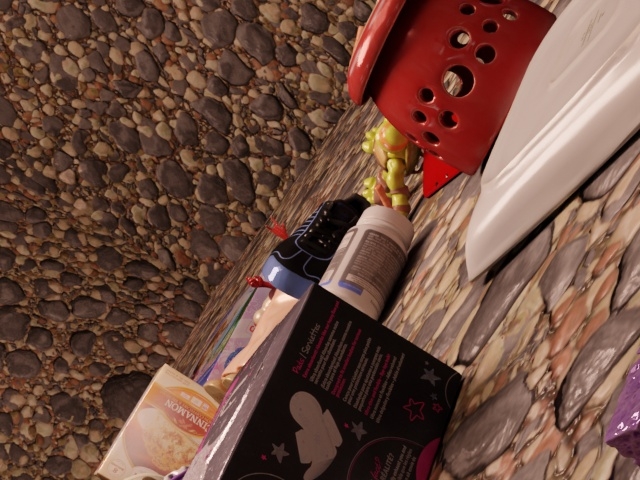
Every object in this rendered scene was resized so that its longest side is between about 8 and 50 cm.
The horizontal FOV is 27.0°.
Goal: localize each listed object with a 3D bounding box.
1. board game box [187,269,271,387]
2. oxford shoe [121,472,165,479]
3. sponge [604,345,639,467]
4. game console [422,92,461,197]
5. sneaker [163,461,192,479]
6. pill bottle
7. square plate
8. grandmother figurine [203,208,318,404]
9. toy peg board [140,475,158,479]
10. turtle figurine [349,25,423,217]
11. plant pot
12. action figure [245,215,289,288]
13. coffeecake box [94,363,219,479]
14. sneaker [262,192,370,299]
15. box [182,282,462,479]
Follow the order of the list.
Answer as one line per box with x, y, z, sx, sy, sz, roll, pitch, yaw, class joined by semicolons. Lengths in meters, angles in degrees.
-0.164;0.207;2.342;0.319;0.066;0.318;-50;9;49;board game box
-0.341;0.481;1.729;0.449;0.169;0.130;-45;10;-14;oxford shoe
0.205;0.004;0.626;0.210;0.031;0.117;-60;7;-33;sponge
0.179;-0.127;1.604;0.124;0.085;0.144;-26;-5;-21;game console
-0.087;0.249;1.282;0.236;0.095;0.104;-41;15;-18;sneaker
0.051;0.031;1.490;0.137;0.078;0.078;-61;7;-34;pill bottle
0.247;-0.171;1.123;0.344;0.049;0.347;-51;8;47;square plate
-0.030;0.083;1.823;0.207;0.104;0.342;-11;39;55;grandmother figurine
-0.110;0.302;1.056;0.161;0.160;0.079;-60;-9;-26;toy peg board
0.090;-0.129;1.718;0.217;0.087;0.270;92;166;-82;turtle figurine
0.131;-0.188;1.409;0.191;0.174;0.191;-62;-6;-11;plant pot
-0.074;0.083;1.977;0.280;0.139;0.091;-58;6;-33;action figure
-0.221;0.298;1.953;0.186;0.142;0.068;-59;6;-18;coffeecake box
0.000;0.000;1.633;0.090;0.081;0.232;-61;-7;21;sneaker
-0.023;0.184;0.979;0.163;0.142;0.247;-50;8;45;box
